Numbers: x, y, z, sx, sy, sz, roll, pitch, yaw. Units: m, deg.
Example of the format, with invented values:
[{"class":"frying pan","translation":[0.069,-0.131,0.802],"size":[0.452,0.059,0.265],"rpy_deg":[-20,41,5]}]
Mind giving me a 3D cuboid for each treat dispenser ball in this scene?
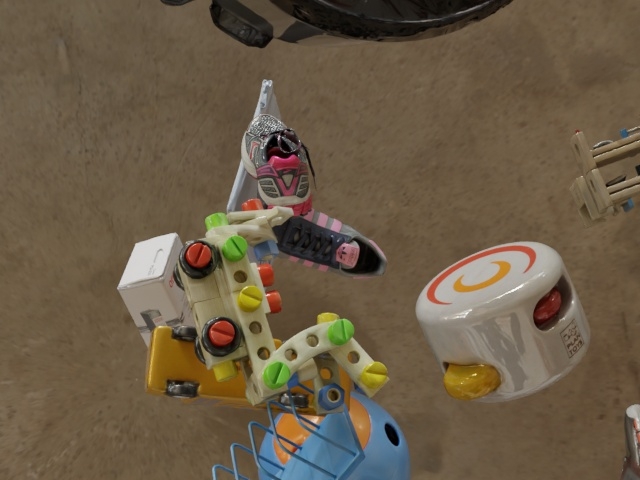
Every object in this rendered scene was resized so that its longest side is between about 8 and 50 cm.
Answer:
[{"class":"treat dispenser ball","translation":[0.026,0.427,1.806],"size":[0.288,0.288,0.288],"rpy_deg":[2,82,-11]}]

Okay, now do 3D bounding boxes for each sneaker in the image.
[{"class":"sneaker","translation":[0.292,0.234,0.891],"size":[0.061,0.065,0.158],"rpy_deg":[14,66,-48]},{"class":"sneaker","translation":[-0.070,-0.154,1.686],"size":[0.120,0.299,0.112],"rpy_deg":[-8,123,-11]},{"class":"sneaker","translation":[0.000,0.000,1.759],"size":[0.319,0.131,0.112],"rpy_deg":[14,96,-45]}]

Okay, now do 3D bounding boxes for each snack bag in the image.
[{"class":"snack bag","translation":[-0.121,-0.101,1.946],"size":[0.037,0.342,0.323],"rpy_deg":[8,63,13]}]

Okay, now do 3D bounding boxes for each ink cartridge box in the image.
[{"class":"ink cartridge box","translation":[-0.277,0.120,1.761],"size":[0.092,0.158,0.218],"rpy_deg":[-13,120,11]}]

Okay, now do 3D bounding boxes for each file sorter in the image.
[{"class":"file sorter","translation":[-0.046,0.279,1.214],"size":[0.104,0.118,0.170],"rpy_deg":[34,103,-24]}]

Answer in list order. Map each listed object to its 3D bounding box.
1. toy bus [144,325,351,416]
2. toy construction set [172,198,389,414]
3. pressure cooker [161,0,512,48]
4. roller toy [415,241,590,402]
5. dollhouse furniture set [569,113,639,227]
[{"class":"toy bus","translation":[-0.116,0.214,1.544],"size":[0.332,0.130,0.108],"rpy_deg":[8,73,-16]},{"class":"toy construction set","translation":[-0.066,0.074,1.220],"size":[0.215,0.151,0.328],"rpy_deg":[-12,59,-21]},{"class":"pressure cooker","translation":[0.019,-0.363,0.913],"size":[0.369,0.420,0.376],"rpy_deg":[13,97,-13]},{"class":"roller toy","translation":[0.228,0.105,1.182],"size":[0.191,0.209,0.146],"rpy_deg":[-24,105,7]},{"class":"dollhouse furniture set","translation":[0.476,-0.116,1.533],"size":[0.129,0.184,0.129],"rpy_deg":[-20,79,2]}]
